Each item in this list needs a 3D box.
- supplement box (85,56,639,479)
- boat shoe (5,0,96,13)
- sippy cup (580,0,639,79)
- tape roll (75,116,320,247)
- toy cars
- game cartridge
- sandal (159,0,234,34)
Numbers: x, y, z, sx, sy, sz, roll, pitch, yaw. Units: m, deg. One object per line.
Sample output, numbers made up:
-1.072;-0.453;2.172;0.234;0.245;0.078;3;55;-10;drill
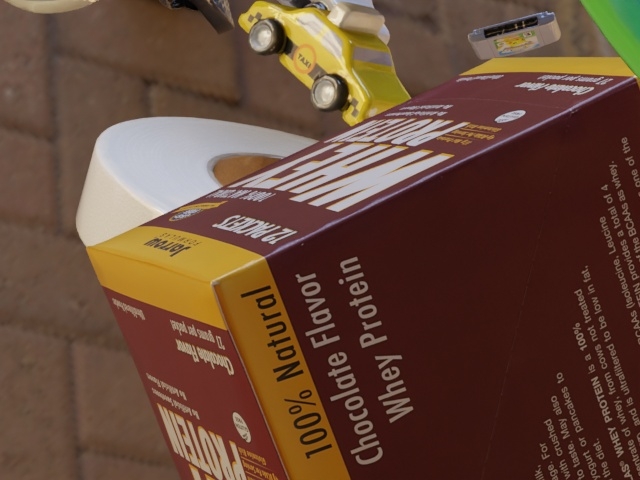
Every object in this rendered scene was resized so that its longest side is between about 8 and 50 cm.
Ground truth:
0.050;0.053;0.685;0.194;0.129;0.191;-26;106;-21;supplement box
-0.312;-0.292;1.851;0.079;0.228;0.081;-54;143;-29;boat shoe
0.209;-0.149;0.521;0.240;0.305;0.224;42;40;13;sippy cup
0.000;0.000;1.460;0.392;0.072;0.392;15;16;-5;tape roll
0.010;-0.224;1.781;0.176;0.087;0.393;27;20;-17;toy cars
0.184;-0.192;1.714;0.056;0.083;0.017;36;42;-72;game cartridge
-0.150;-0.279;1.781;0.254;0.054;0.097;44;28;-62;sandal
